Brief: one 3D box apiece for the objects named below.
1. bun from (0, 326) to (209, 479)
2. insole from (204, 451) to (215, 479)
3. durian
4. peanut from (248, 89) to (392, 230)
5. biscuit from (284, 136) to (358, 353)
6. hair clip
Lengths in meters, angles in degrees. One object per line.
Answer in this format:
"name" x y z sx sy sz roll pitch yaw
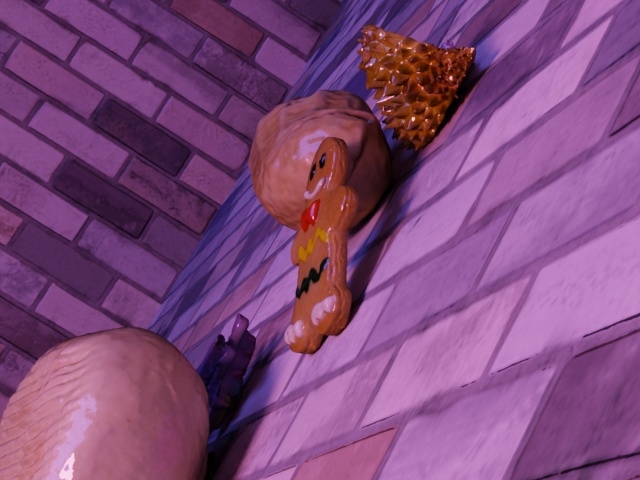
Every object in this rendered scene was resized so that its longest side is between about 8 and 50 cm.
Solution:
"bun" -0.246 0.262 1.762 0.361 0.213 0.361 -48 28 36
"insole" -0.160 0.338 1.722 0.119 0.009 0.348 -53 9 23
"durian" 0.117 -0.182 1.794 0.132 0.165 0.182 -19 37 -2
"peanut" 0.000 -0.090 1.914 0.174 0.158 0.340 -23 17 4
"biscuit" -0.002 0.000 1.674 0.158 0.035 0.240 133 144 -56
"hair clip" -0.139 0.181 1.972 0.278 0.090 0.137 -41 17 49
